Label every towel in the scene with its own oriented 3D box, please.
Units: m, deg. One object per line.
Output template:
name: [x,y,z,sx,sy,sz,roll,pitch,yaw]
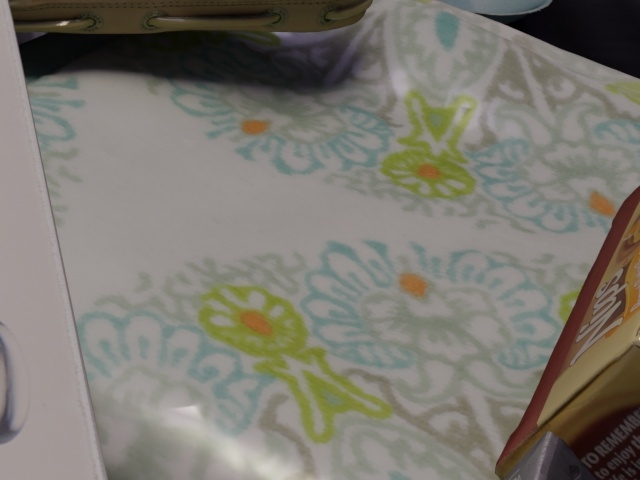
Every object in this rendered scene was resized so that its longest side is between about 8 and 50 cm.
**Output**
towel: [0.000,0.000,0.835,0.320,0.090,0.374,25,37,22]

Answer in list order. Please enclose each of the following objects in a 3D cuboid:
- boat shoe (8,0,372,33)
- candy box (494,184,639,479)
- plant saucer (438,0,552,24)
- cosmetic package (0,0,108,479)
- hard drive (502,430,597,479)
boat shoe: [-0.116,-0.119,0.850,0.285,0.089,0.104,-3,41,-1]
candy box: [0.229,0.106,0.709,0.316,0.087,0.183,39,38,-3]
plant saucer: [0.033,-0.155,1.099,0.195,0.037,0.195,16,26,-8]
cosmetic package: [-0.219,0.031,0.602,0.284,0.097,0.377,-7,38,-12]
hard drive: [0.078,0.189,0.520,0.172,0.054,0.254,48,30,-21]
